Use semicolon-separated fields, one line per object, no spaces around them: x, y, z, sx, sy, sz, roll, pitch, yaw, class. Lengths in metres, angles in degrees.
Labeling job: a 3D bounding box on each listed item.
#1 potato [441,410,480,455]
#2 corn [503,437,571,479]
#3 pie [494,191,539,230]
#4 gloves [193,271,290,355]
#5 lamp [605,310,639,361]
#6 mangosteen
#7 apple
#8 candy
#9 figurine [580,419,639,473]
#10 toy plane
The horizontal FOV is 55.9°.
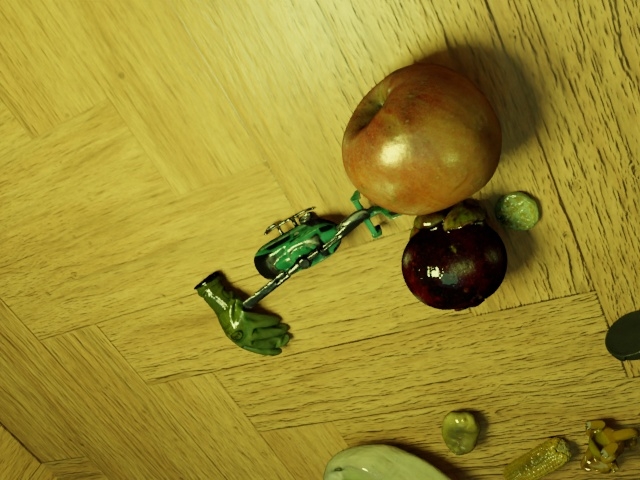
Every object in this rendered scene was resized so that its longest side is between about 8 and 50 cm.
0.343;0.464;1.474;0.092;0.070;0.137;11;125;17;potato
0.528;0.544;1.472;0.068;0.068;0.207;33;127;-6;corn
0.368;-0.055;1.131;0.085;0.017;0.085;10;126;13;pie
-0.190;0.187;1.439;0.268;0.107;0.135;40;157;-14;gloves
0.676;0.292;1.252;0.109;0.130;0.371;5;143;42;lamp
0.246;0.032;1.132;0.210;0.210;0.209;9;126;12;mangosteen
0.167;-0.156;0.993;0.254;0.253;0.253;9;126;12;apple
0.197;0.710;1.623;0.386;0.186;0.426;18;130;17;candy
0.661;0.473;1.374;0.122;0.121;0.176;-15;137;-4;figurine
0.000;0.000;1.213;0.382;0.155;0.106;-27;113;13;toy plane
